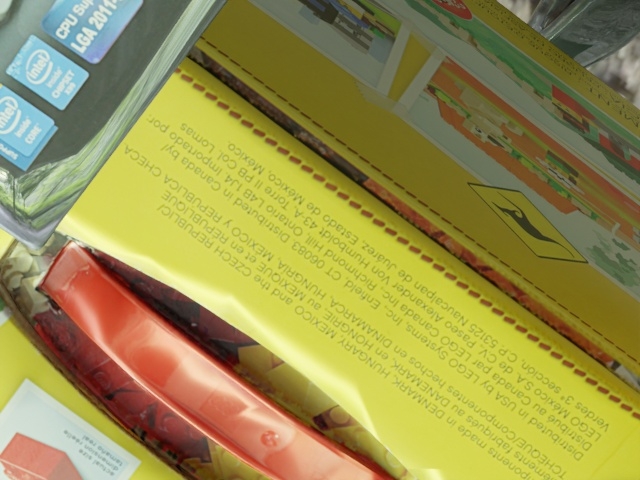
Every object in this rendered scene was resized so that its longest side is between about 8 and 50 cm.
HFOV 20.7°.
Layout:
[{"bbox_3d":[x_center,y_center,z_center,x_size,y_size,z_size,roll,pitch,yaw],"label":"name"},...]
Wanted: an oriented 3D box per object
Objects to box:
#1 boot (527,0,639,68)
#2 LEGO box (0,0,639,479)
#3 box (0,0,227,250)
[{"bbox_3d":[0.192,-0.280,1.365,0.263,0.091,0.229,-51,56,26],"label":"boot"},{"bbox_3d":[0.000,0.000,0.744,0.500,0.372,0.193,37,111,-3],"label":"LEGO box"},{"bbox_3d":[-0.062,-0.183,0.299,0.242,0.076,0.307,35,117,-13],"label":"box"}]
